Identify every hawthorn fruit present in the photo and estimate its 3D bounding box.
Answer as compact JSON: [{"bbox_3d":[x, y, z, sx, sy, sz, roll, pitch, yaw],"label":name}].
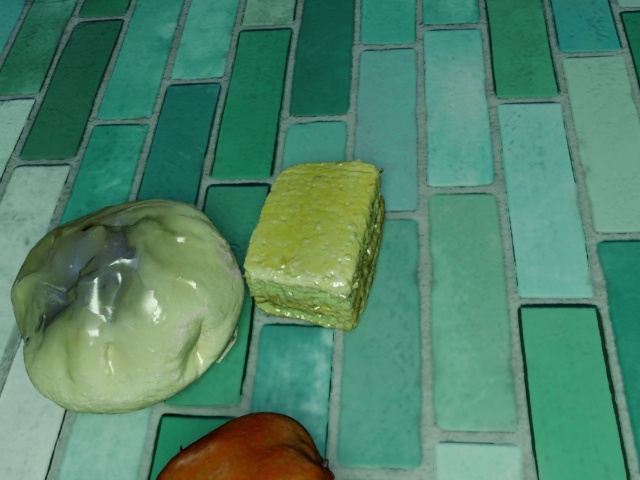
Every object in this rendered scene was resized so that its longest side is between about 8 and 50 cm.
[{"bbox_3d":[-0.076,0.252,0.626,0.202,0.185,0.185,-16,54,-3],"label":"hawthorn fruit"}]

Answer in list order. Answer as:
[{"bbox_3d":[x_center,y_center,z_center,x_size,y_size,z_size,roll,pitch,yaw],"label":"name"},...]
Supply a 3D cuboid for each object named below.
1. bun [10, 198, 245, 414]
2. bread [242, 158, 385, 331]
[{"bbox_3d":[-0.222,0.055,0.801,0.272,0.168,0.273,-8,54,12],"label":"bun"},{"bbox_3d":[0.000,0.000,0.846,0.138,0.102,0.196,7,53,10],"label":"bread"}]
